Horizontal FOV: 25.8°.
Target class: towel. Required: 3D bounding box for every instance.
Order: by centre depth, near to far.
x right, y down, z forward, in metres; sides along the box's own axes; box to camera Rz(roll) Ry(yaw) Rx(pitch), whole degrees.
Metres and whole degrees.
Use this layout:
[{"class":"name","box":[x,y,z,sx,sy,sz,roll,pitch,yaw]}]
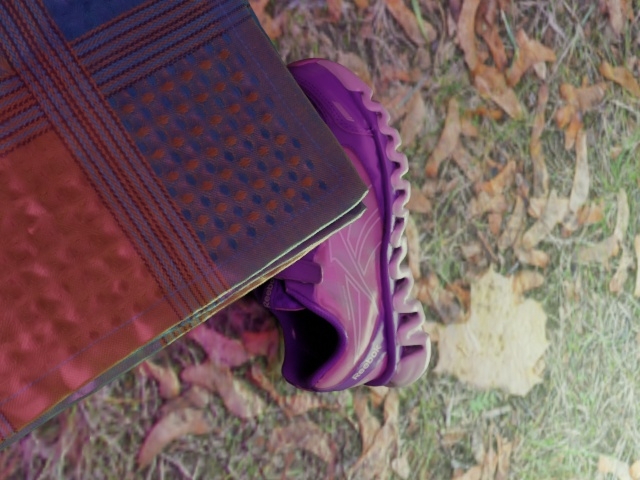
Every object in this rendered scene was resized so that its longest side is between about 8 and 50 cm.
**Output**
[{"class":"towel","box":[-0.167,-0.048,0.759,0.370,0.040,0.271,-34,96,-35]}]

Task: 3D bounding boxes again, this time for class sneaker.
[{"class":"sneaker","box":[0.000,0.000,0.924,0.105,0.095,0.236,-20,105,-33]}]
